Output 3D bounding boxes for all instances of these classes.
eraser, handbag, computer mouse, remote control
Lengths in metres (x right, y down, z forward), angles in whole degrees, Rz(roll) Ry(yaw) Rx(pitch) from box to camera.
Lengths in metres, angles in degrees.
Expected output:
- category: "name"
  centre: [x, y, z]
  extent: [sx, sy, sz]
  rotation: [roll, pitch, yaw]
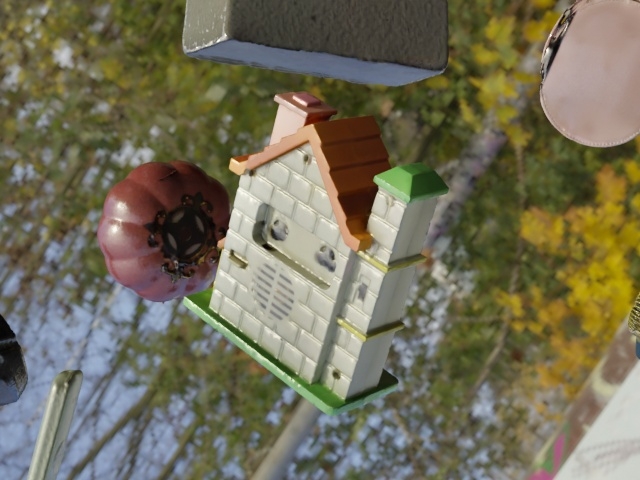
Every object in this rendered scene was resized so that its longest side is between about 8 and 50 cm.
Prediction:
- category: "eraser"
  centre: [-0.005, -0.284, 1.639]
  extent: [0.352, 0.111, 0.077]
  rotation: [6, 161, -11]
- category: "handbag"
  centre: [0.381, -0.231, 1.619]
  extent: [0.179, 0.205, 0.116]
  rotation: [26, -165, 10]
- category: "computer mouse"
  centre: [-0.455, 0.144, 1.614]
  extent: [0.062, 0.106, 0.192]
  rotation: [7, 133, 55]
- category: "remote control"
  centre: [-0.412, 0.341, 1.815]
  extent: [0.038, 0.310, 0.090]
  rotation: [15, 180, 0]

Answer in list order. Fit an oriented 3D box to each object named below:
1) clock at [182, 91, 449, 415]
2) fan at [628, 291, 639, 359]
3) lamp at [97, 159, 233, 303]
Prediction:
- category: "clock"
  centre: [0.000, 0.000, 1.183]
  extent: [0.219, 0.255, 0.106]
  rotation: [34, -150, 32]
- category: "fan"
  centre: [0.465, 0.122, 1.728]
  extent: [0.039, 0.082, 0.155]
  rotation: [24, 150, 27]
- category: "lamp"
  centre: [-0.194, -0.013, 1.525]
  extent: [0.182, 0.182, 0.140]
  rotation: [30, 173, -31]
